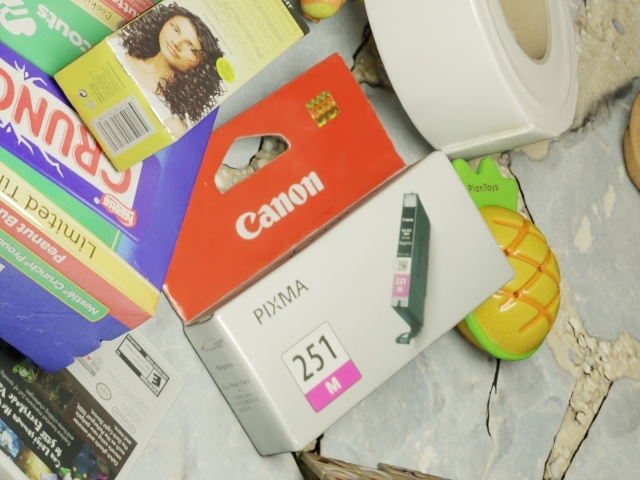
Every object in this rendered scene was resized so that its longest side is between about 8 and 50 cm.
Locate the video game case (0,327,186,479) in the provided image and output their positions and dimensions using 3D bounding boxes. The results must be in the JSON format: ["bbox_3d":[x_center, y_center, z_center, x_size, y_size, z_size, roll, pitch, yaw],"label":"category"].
[{"bbox_3d":[-0.197,0.095,1.358,0.190,0.022,0.173,49,43,-18],"label":"video game case"}]

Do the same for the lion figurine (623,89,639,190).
[{"bbox_3d":[0.403,-0.033,1.974,0.240,0.142,0.392,-23,74,-41],"label":"lion figurine"}]

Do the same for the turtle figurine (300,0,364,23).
[{"bbox_3d":[-0.003,-0.278,1.692,0.269,0.087,0.217,25,54,-59],"label":"turtle figurine"}]

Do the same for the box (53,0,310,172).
[{"bbox_3d":[-0.093,-0.135,1.355,0.087,0.058,0.232,55,33,-10],"label":"box"}]

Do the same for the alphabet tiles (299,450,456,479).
[{"bbox_3d":[0.107,0.206,1.493,0.237,0.198,0.009,15,93,-15],"label":"alphabet tiles"}]

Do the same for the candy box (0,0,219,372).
[{"bbox_3d":[-0.214,-0.110,1.343,0.268,0.122,0.317,40,40,-24],"label":"candy box"}]

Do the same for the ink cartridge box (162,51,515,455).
[{"bbox_3d":[0.000,0.000,1.530,0.275,0.060,0.239,-36,99,-33],"label":"ink cartridge box"}]

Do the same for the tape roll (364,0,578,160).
[{"bbox_3d":[0.139,-0.217,1.734,0.286,0.100,0.286,43,40,-51],"label":"tape roll"}]

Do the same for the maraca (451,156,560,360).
[{"bbox_3d":[0.155,0.016,1.693,0.127,0.099,0.186,-5,80,-49],"label":"maraca"}]
